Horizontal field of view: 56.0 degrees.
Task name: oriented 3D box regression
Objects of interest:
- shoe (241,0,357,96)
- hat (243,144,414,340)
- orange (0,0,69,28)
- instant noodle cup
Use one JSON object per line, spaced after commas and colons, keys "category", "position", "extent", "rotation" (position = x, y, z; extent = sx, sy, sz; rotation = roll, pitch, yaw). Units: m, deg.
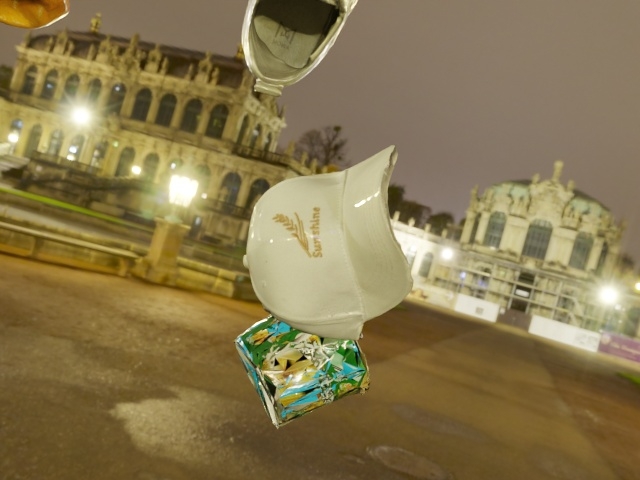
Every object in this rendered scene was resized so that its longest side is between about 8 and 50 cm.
{"category": "shoe", "position": [0.001, -0.250, 0.529], "extent": [0.103, 0.274, 0.098], "rotation": [19, 36, -12]}
{"category": "hat", "position": [0.004, 0.001, 0.807], "extent": [0.168, 0.257, 0.301], "rotation": [-2, -15, -23]}
{"category": "orange", "position": [-0.588, -0.525, 1.128], "extent": [0.183, 0.248, 0.249], "rotation": [-16, 9, -18]}
{"category": "instant noodle cup", "position": [-0.043, 0.222, 1.121], "extent": [0.178, 0.240, 0.240], "rotation": [-26, 13, -18]}
